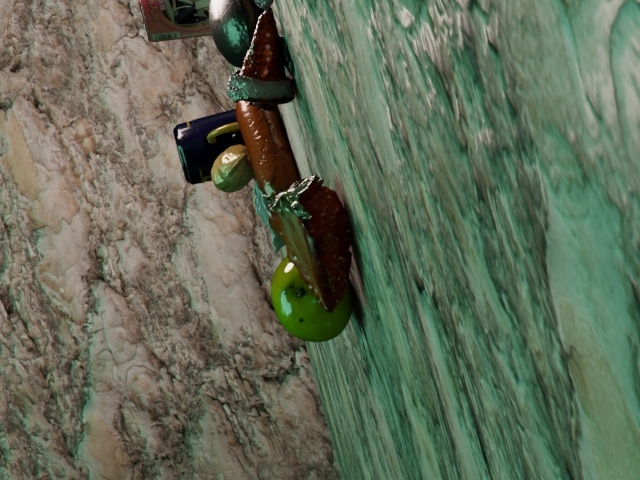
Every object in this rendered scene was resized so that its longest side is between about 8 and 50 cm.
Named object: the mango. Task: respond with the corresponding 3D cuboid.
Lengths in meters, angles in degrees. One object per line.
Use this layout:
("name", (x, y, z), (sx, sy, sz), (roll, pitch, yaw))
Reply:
("mango", (-0.012, 0.098, 1.810), (0.293, 0.143, 0.175), (-24, -87, -85))

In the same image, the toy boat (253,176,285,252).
("toy boat", (-0.109, -0.083, 2.442), (0.290, 0.100, 0.199), (-126, 22, -72))

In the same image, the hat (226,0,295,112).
("hat", (-0.104, -0.350, 1.798), (0.140, 0.129, 0.227), (-66, -19, -72))

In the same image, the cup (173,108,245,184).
("cup", (-0.247, -0.274, 2.510), (0.255, 0.256, 0.178), (85, 168, -57))

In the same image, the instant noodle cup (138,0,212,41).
("instant noodle cup", (-0.325, -0.603, 2.420), (0.244, 0.255, 0.244), (167, 90, -86))

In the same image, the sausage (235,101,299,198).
("sausage", (-0.124, -0.224, 2.227), (0.102, 0.102, 0.330), (85, 168, -62))

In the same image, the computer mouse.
("computer mouse", (-0.178, -0.466, 2.055), (0.323, 0.116, 0.183), (-116, 17, -65))

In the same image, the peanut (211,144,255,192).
("peanut", (-0.204, -0.173, 2.337), (0.117, 0.101, 0.263), (-67, 11, -7))

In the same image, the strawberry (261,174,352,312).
("strawberry", (0.008, 0.005, 1.592), (0.228, 0.098, 0.174), (64, 160, -8))
